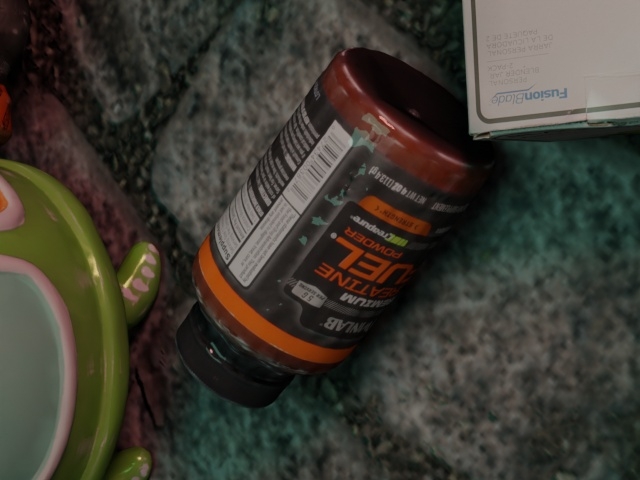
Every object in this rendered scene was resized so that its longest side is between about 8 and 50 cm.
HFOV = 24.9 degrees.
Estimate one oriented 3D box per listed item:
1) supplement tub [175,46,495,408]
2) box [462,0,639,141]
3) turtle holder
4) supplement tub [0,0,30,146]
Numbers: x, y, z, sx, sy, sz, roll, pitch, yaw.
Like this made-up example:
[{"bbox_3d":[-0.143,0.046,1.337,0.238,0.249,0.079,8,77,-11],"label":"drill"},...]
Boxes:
[{"bbox_3d":[0.000,0.000,0.789,0.106,0.106,0.198,48,117,24],"label":"supplement tub"},{"bbox_3d":[0.153,-0.196,0.687,0.169,0.087,0.290,-5,88,35],"label":"box"},{"bbox_3d":[-0.264,0.102,0.900,0.243,0.227,0.320,41,113,26],"label":"turtle holder"},{"bbox_3d":[-0.301,-0.221,0.929,0.207,0.207,0.338,-12,84,34],"label":"supplement tub"}]
